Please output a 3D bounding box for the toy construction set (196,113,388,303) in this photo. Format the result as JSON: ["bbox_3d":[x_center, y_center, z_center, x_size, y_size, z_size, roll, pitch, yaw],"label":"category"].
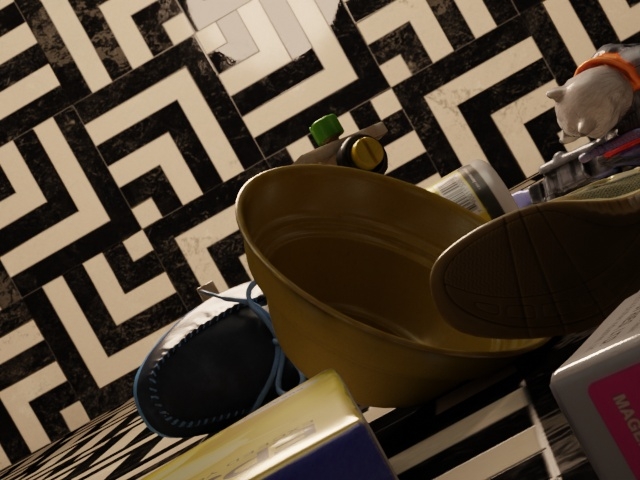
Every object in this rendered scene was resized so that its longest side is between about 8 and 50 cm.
[{"bbox_3d":[0.000,0.000,1.606,0.308,0.237,0.257,-30,0,-7],"label":"toy construction set"}]

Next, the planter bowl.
[{"bbox_3d":[0.037,0.044,0.895,0.217,0.217,0.090,-30,-35,-57],"label":"planter bowl"}]

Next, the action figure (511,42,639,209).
[{"bbox_3d":[0.354,-0.158,1.640,0.341,0.179,0.330,-25,-7,38],"label":"action figure"}]

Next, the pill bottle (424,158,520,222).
[{"bbox_3d":[0.077,0.029,1.203,0.208,0.119,0.119,-29,0,0],"label":"pill bottle"}]

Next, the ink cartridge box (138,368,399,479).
[{"bbox_3d":[-0.103,0.165,0.600,0.303,0.072,0.307,-29,-2,-3],"label":"ink cartridge box"}]

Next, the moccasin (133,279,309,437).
[{"bbox_3d":[-0.020,0.074,1.324,0.342,0.138,0.117,-31,5,-28],"label":"moccasin"}]

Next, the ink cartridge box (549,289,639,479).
[{"bbox_3d":[0.236,-0.021,0.421,0.311,0.065,0.186,-32,-1,32],"label":"ink cartridge box"}]

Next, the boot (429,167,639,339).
[{"bbox_3d":[0.166,0.002,0.861,0.213,0.077,0.165,-20,1,0],"label":"boot"}]
